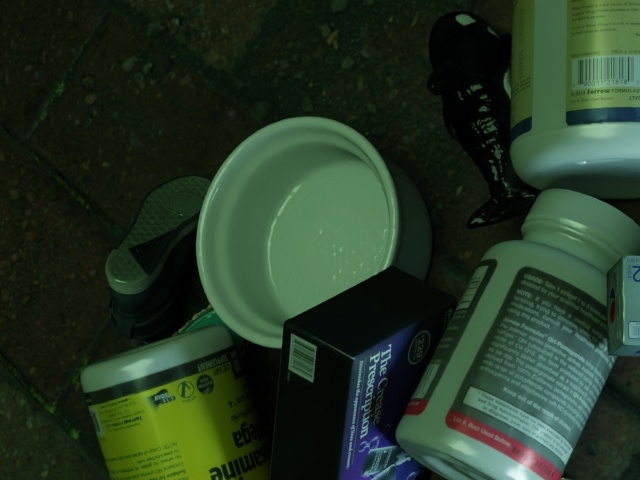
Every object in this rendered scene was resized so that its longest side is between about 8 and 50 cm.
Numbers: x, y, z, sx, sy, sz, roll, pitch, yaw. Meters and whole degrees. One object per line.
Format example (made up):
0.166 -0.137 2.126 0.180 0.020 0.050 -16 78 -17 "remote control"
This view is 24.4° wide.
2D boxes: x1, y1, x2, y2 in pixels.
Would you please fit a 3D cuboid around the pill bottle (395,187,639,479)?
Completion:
0.223 0.111 1.571 0.176 0.176 0.319 19 73 33 "pill bottle"

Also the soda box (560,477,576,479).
0.201 0.306 1.632 0.181 0.061 0.058 -15 72 28 "soda box"

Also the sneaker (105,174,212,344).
-0.204 0.031 1.927 0.086 0.163 0.226 20 49 19 "sneaker"

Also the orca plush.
0.157 -0.152 1.704 0.151 0.102 0.287 -31 56 54 "orca plush"

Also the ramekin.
0.000 0.000 1.778 0.277 0.135 0.277 -7 77 30 "ramekin"

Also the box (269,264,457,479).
0.044 0.184 1.621 0.103 0.184 0.261 25 124 31 "box"

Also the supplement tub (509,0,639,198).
0.318 -0.218 1.577 0.228 0.228 0.316 -4 78 31 "supplement tub"

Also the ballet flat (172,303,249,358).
-0.165 0.169 1.875 0.091 0.077 0.241 37 100 1 "ballet flat"

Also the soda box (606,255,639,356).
0.430 0.069 1.454 0.286 0.098 0.091 1 79 2 "soda box"

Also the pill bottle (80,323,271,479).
-0.148 0.281 1.743 0.187 0.188 0.334 -18 90 27 "pill bottle"
